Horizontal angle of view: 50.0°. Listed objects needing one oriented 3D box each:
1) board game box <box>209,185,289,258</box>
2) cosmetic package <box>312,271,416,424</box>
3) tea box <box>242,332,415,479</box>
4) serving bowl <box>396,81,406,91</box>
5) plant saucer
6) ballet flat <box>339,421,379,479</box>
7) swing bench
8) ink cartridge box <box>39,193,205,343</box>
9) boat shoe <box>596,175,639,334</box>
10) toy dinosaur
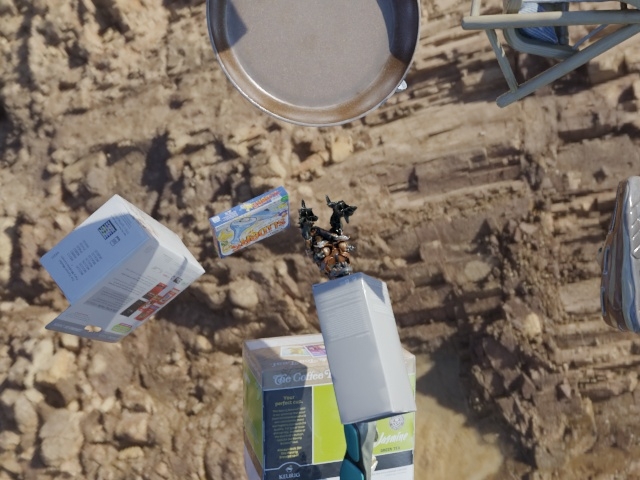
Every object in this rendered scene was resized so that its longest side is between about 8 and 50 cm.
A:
[{"bbox_3d":[-0.172,-0.044,1.708,0.201,0.136,0.035,-26,59,-18],"label":"board game box"},{"bbox_3d":[0.075,0.184,1.160,0.107,0.127,0.238,-17,69,22],"label":"cosmetic package"},{"bbox_3d":[0.012,0.380,1.481,0.329,0.323,0.220,-2,10,-17],"label":"tea box"},{"bbox_3d":[0.243,-0.521,2.286,0.083,0.027,0.083,18,41,-16],"label":"serving bowl"},{"bbox_3d":[-0.009,-0.318,0.990,0.311,0.310,0.050,-36,11,-8],"label":"plant saucer"},{"bbox_3d":[0.079,0.403,1.285,0.068,0.213,0.072,-19,34,-32],"label":"ballet flat"},{"bbox_3d":[0.356,-0.357,0.973,0.255,0.165,0.253,-10,48,31],"label":"swing bench"},{"bbox_3d":[-0.435,0.076,1.466,0.272,0.309,0.130,-40,72,-2],"label":"ink cartridge box"},{"bbox_3d":[0.623,0.029,1.410,0.116,0.123,0.324,-8,75,60],"label":"boat shoe"},{"bbox_3d":[0.000,0.000,1.951,0.164,0.218,0.322,-29,44,-35],"label":"toy dinosaur"}]
